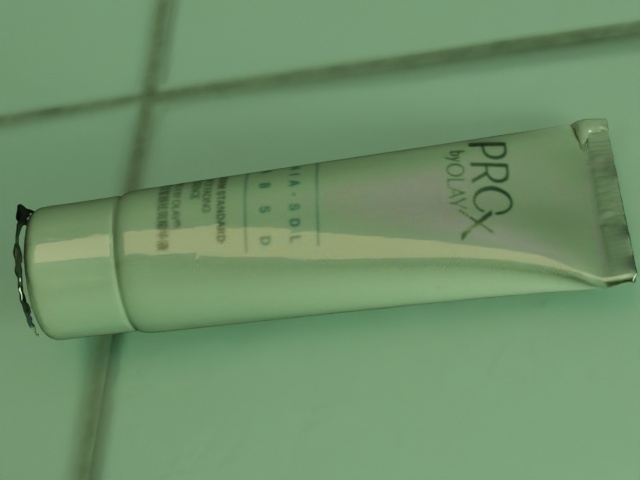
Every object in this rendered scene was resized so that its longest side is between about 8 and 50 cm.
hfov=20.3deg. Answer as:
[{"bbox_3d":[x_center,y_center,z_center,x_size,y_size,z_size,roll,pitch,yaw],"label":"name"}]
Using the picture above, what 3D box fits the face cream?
[{"bbox_3d":[0.000,0.000,0.723,0.244,0.058,0.092,-8,47,7],"label":"face cream"}]
